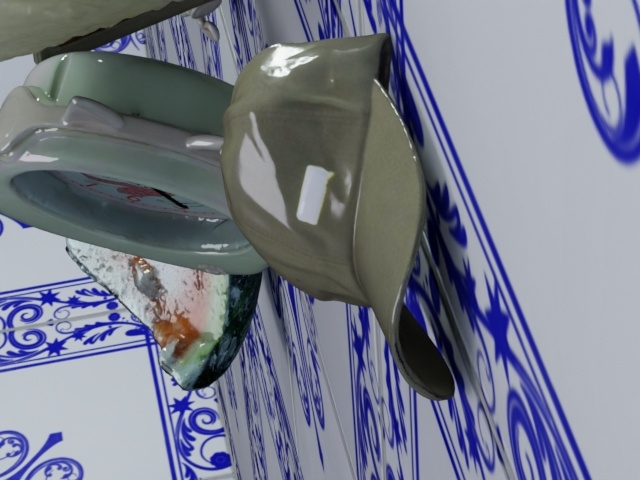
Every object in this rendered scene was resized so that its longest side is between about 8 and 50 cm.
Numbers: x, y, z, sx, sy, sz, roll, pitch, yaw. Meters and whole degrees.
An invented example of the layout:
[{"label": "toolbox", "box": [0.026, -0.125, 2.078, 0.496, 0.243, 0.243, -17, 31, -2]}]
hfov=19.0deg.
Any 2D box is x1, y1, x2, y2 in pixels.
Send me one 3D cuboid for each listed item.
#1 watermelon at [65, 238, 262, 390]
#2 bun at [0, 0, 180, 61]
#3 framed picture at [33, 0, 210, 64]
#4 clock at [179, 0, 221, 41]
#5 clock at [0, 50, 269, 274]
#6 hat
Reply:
[{"label": "watermelon", "box": [-0.167, -0.015, 1.997, 0.320, 0.213, 0.290, -90, -2, -47]}, {"label": "bun", "box": [-0.186, -0.288, 1.300, 0.349, 0.352, 0.227, 17, 141, 42]}, {"label": "framed picture", "box": [-0.162, -0.301, 1.567, 0.020, 0.211, 0.290, 39, 145, 42]}, {"label": "clock", "box": [-0.136, -0.287, 1.842, 0.151, 0.062, 0.191, 54, 167, 40]}, {"label": "clock", "box": [-0.144, -0.068, 1.606, 0.324, 0.265, 0.109, 131, 154, -73]}, {"label": "hat", "box": [0.000, 0.000, 0.996, 0.173, 0.144, 0.166, -70, -24, -54]}]
